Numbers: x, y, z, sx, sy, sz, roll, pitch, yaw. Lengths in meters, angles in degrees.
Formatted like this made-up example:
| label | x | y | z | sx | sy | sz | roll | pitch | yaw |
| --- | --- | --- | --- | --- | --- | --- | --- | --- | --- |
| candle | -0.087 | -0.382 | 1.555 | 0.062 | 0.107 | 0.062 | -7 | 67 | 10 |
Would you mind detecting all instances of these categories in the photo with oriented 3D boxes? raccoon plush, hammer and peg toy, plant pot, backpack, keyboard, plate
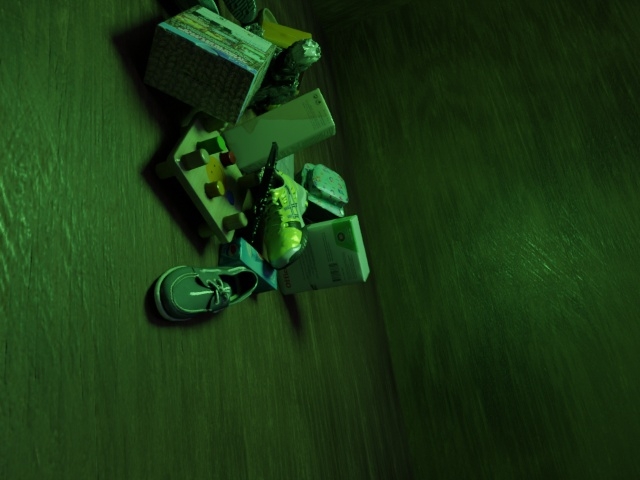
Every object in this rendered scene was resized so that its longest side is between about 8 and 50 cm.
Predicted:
| label | x | y | z | sx | sy | sz | roll | pitch | yaw |
| --- | --- | --- | --- | --- | --- | --- | --- | --- | --- |
| raccoon plush | -0.159 | -0.624 | 1.423 | 0.216 | 0.446 | 0.299 | -12 | 89 | -48 |
| hammer and peg toy | -0.258 | -0.190 | 1.143 | 0.361 | 0.127 | 0.266 | -84 | 154 | -51 |
| plant pot | -0.227 | -0.818 | 1.836 | 0.237 | 0.110 | 0.237 | -14 | 90 | -75 |
| backpack | -0.009 | -0.206 | 1.865 | 0.225 | 0.191 | 0.253 | 26 | 34 | -29 |
| keyboard | -0.164 | -0.096 | 1.191 | 0.317 | 0.033 | 0.201 | 116 | -13 | -50 |
| plate | -0.357 | -0.656 | 1.214 | 0.024 | 0.188 | 0.188 | -55 | 145 | -13 |

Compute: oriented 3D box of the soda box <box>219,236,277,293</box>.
| label | x | y | z | sx | sy | sz | roll | pitch | yaw |
| --- | --- | --- | --- | --- | --- | --- | --- | --- | --- |
| soda box | -0.196 | 0.074 | 1.230 | 0.210 | 0.067 | 0.071 | 53 | 27 | -55 |

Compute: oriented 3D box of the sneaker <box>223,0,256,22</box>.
| label | x | y | z | sx | sy | sz | roll | pitch | yaw |
| --- | --- | --- | --- | --- | --- | --- | --- | --- | --- |
| sneaker | -0.311 | -0.907 | 1.555 | 0.319 | 0.112 | 0.131 | 61 | 13 | -7 |

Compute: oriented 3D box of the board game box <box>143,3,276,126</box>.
| label | x | y | z | sx | sy | sz | roll | pitch | yaw |
| --- | --- | --- | --- | --- | --- | --- | --- | --- | --- |
| board game box | -0.264 | -0.450 | 1.120 | 0.232 | 0.141 | 0.291 | 25 | 34 | -11 |

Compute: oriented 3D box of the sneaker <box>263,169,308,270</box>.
| label | x | y | z | sx | sy | sz | roll | pitch | yaw |
| --- | --- | --- | --- | --- | --- | --- | --- | --- | --- |
| sneaker | -0.130 | -0.066 | 1.355 | 0.147 | 0.145 | 0.384 | 43 | 27 | -33 |

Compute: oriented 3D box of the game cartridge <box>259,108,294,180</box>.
| label | x | y | z | sx | sy | sz | roll | pitch | yaw |
| --- | --- | --- | --- | --- | --- | --- | --- | --- | --- |
| game cartridge | -0.172 | -0.370 | 1.726 | 0.230 | 0.068 | 0.355 | 61 | 21 | -51 |

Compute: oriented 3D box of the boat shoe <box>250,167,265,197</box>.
| label | x | y | z | sx | sy | sz | roll | pitch | yaw |
| --- | --- | --- | --- | --- | --- | --- | --- | --- | --- |
| boat shoe | -0.200 | -0.197 | 1.457 | 0.066 | 0.066 | 0.183 | -67 | 140 | -63 |

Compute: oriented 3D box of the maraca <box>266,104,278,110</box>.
| label | x | y | z | sx | sy | sz | roll | pitch | yaw |
| --- | --- | --- | --- | --- | --- | --- | --- | --- | --- |
| maraca | -0.206 | -0.565 | 1.643 | 0.099 | 0.127 | 0.185 | -25 | 76 | -43 |

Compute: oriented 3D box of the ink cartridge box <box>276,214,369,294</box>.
| label | x | y | z | sx | sy | sz | roll | pitch | yaw |
| --- | --- | --- | --- | --- | --- | --- | --- | --- | --- |
| ink cartridge box | -0.004 | 0.048 | 1.484 | 0.121 | 0.289 | 0.211 | -42 | 121 | -72 |

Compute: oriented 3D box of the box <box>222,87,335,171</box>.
| label | x | y | z | sx | sy | sz | roll | pitch | yaw |
| --- | --- | --- | --- | --- | --- | --- | --- | --- | --- |
| box | -0.119 | -0.323 | 1.343 | 0.148 | 0.311 | 0.121 | -57 | 123 | -88 |

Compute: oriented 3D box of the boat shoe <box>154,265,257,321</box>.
| label | x | y | z | sx | sy | sz | roll | pitch | yaw |
| --- | --- | --- | --- | --- | --- | --- | --- | --- | --- |
| boat shoe | -0.242 | 0.103 | 0.990 | 0.319 | 0.099 | 0.116 | 2 | 74 | -73 |

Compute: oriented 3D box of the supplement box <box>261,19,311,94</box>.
| label | x | y | z | sx | sy | sz | roll | pitch | yaw |
| --- | --- | --- | --- | --- | --- | --- | --- | --- | --- |
| supplement box | -0.152 | -0.695 | 1.698 | 0.194 | 0.191 | 0.129 | 115 | -19 | -47 |
